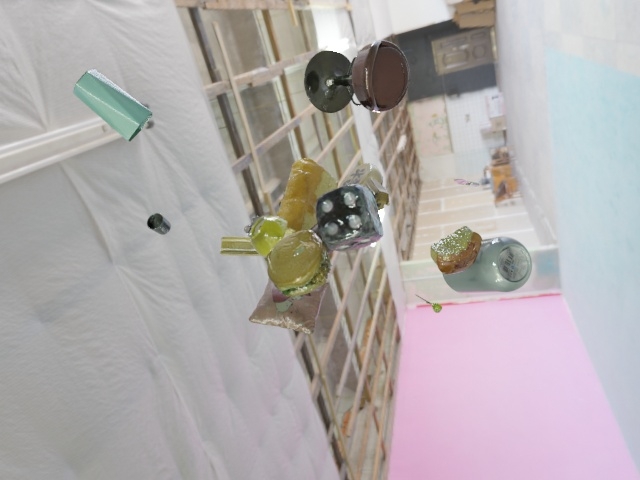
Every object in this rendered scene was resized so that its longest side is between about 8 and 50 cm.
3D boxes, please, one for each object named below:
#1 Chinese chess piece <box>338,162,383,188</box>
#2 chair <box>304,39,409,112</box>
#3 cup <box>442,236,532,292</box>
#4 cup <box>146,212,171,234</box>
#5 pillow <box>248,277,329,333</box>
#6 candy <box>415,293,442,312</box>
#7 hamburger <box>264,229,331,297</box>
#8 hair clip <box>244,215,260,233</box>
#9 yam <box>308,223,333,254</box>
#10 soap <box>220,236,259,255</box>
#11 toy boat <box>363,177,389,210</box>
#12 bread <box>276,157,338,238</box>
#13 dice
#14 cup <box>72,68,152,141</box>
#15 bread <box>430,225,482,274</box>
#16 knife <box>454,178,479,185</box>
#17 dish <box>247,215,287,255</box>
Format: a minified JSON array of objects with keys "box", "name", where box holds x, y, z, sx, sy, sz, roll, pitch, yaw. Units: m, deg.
[{"box":[0.209,-0.292,2.444,0.104,0.257,0.257,44,-146,-22],"name":"Chinese chess piece"},{"box":[0.130,-0.536,1.539,0.401,0.226,0.227,28,139,58],"name":"chair"},{"box":[0.610,0.096,1.696,0.312,0.205,0.206,160,103,-75],"name":"cup"},{"box":[-0.694,-0.062,2.011,0.100,0.078,0.077,44,174,26],"name":"cup"},{"box":[-0.105,0.214,1.600,0.223,0.236,0.084,-73,-14,-47],"name":"pillow"},{"box":[0.410,0.237,1.759,0.123,0.035,0.035,30,-152,-11],"name":"candy"},{"box":[-0.056,0.077,1.340,0.122,0.189,0.215,57,175,-38],"name":"hamburger"},{"box":[-0.281,-0.047,2.425,0.257,0.146,0.075,23,-161,-35],"name":"hair clip"},{"box":[0.001,-0.001,1.735,0.131,0.279,0.131,46,168,12],"name":"yam"},{"box":[-0.369,0.029,2.284,0.037,0.252,0.092,64,-152,-73],"name":"soap"},{"box":[0.220,-0.188,1.880,0.226,0.068,0.088,-114,40,-62],"name":"toy boat"},{"box":[-0.070,-0.142,1.960,0.236,0.165,0.375,37,-125,-38],"name":"bread"},{"box":[0.096,-0.071,1.532,0.181,0.183,0.182,25,-129,-64],"name":"dice"},{"box":[-0.719,-0.467,1.594,0.235,0.148,0.134,39,-99,-21],"name":"cup"},{"box":[0.417,0.036,1.405,0.125,0.156,0.086,53,-176,-40],"name":"bread"},{"box":[0.557,-0.219,1.769,0.298,0.047,0.017,-7,-84,-60],"name":"knife"},{"box":[-0.190,-0.029,1.563,0.080,0.207,0.149,35,-107,-22],"name":"dish"}]
